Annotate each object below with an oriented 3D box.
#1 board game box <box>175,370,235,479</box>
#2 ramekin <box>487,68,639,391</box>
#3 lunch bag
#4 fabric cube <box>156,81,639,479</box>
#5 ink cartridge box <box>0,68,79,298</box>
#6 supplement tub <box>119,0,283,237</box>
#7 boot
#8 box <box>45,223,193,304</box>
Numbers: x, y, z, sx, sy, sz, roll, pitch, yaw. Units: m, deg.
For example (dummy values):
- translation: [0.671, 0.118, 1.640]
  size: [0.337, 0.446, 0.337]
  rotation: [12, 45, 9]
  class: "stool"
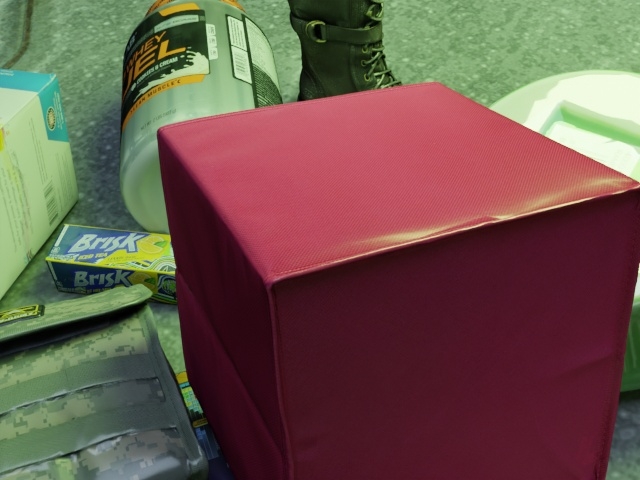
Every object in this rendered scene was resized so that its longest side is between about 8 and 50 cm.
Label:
- translation: [-0.036, 0.166, 0.745]
  size: [0.170, 0.048, 0.141]
  rotation: [-16, 47, -14]
  class: "board game box"
- translation: [0.258, -0.019, 0.776]
  size: [0.303, 0.148, 0.303]
  rotation: [-11, 57, 17]
  class: "ramekin"
- translation: [-0.238, 0.153, 0.682]
  size: [0.235, 0.169, 0.287]
  rotation: [-15, 43, -18]
  class: "lunch bag"
- translation: [0.043, 0.050, 0.595]
  size: [0.254, 0.259, 0.258]
  rotation: [-13, 30, -20]
  class: "fabric cube"
- translation: [-0.396, -0.063, 0.859]
  size: [0.168, 0.171, 0.232]
  rotation: [7, 35, 7]
  class: "ink cartridge box"
- translation: [-0.141, -0.159, 0.958]
  size: [0.193, 0.193, 0.316]
  rotation: [-7, 46, -6]
  class: "supplement tub"
- translation: [0.062, -0.226, 0.992]
  size: [0.263, 0.229, 0.091]
  rotation: [18, 49, 17]
  class: "boot"
- translation: [-0.207, 0.027, 0.877]
  size: [0.169, 0.054, 0.059]
  rotation: [5, 46, 7]
  class: "box"
